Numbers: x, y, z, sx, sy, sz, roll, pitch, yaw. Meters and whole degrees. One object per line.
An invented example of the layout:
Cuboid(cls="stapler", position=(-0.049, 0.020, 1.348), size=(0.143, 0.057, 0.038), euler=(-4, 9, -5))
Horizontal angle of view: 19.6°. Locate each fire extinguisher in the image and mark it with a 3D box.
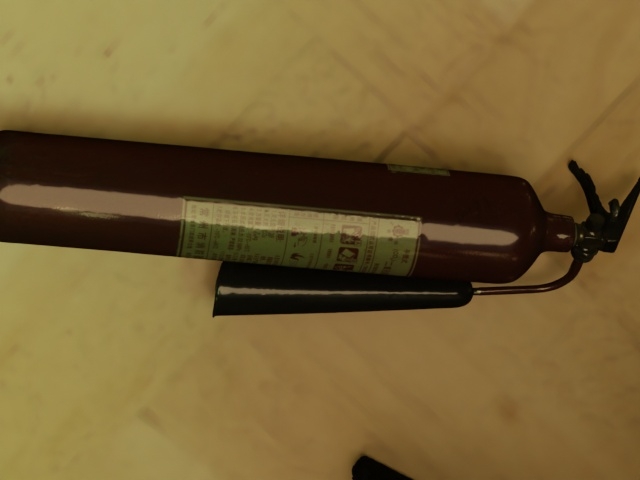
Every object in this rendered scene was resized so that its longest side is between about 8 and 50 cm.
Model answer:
Cuboid(cls="fire extinguisher", position=(0.000, 0.000, 0.479), size=(0.173, 0.035, 0.049), euler=(5, 102, -6))

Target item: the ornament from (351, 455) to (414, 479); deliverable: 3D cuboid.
Cuboid(cls="ornament", position=(-0.007, 0.161, 0.498), size=(0.081, 0.088, 0.203), euler=(35, 100, -15))
